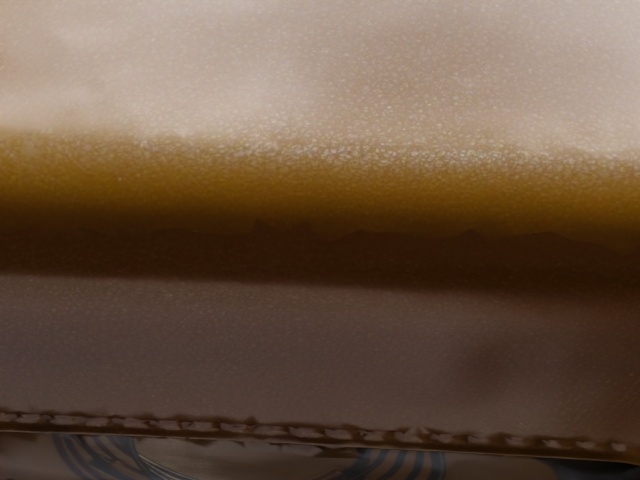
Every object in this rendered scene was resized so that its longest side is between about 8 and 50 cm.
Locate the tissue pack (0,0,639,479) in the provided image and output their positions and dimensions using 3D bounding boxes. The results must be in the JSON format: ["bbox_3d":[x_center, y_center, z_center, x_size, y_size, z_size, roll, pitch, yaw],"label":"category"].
[{"bbox_3d":[0.000,0.000,0.493,0.274,0.145,0.194,1,-40,5],"label":"tissue pack"}]
